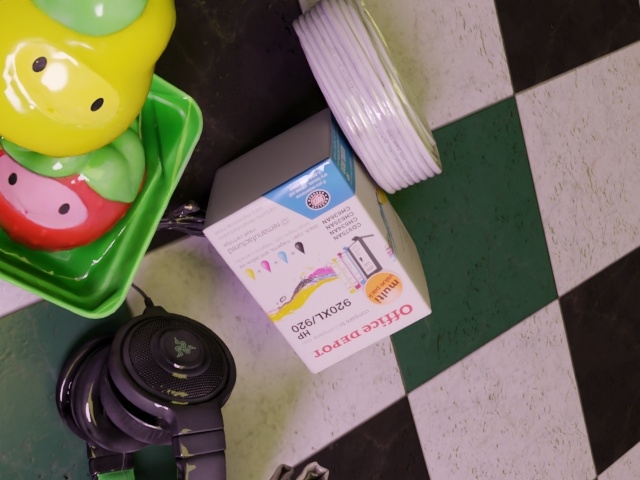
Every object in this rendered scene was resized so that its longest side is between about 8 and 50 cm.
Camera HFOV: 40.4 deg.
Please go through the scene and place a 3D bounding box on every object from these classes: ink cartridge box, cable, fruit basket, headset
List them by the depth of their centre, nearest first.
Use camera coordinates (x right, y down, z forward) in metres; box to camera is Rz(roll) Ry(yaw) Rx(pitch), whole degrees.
[{"bbox_3d":[-0.270,-0.117,0.762,0.392,0.392,0.283,30,77,-33],"label":"fruit basket"},{"bbox_3d":[-0.167,0.150,0.945,0.185,0.243,0.394,-1,74,-36],"label":"headset"},{"bbox_3d":[0.000,0.000,1.039,0.171,0.168,0.233,-28,115,14],"label":"ink cartridge box"},{"bbox_3d":[0.060,-0.180,1.065,0.089,0.257,0.257,-27,121,12],"label":"cable"}]

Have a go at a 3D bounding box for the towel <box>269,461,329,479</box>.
[{"bbox_3d":[-0.139,0.391,0.907,0.056,0.324,0.312,40,33,9],"label":"towel"}]
